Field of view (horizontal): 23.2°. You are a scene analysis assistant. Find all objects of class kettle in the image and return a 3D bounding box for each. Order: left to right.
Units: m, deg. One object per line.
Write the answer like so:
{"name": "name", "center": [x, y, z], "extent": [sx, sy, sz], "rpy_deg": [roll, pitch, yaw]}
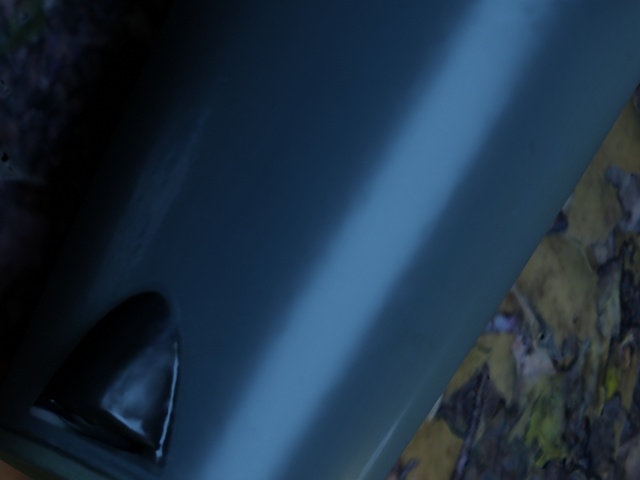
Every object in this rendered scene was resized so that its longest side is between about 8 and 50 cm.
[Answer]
{"name": "kettle", "center": [0.000, 0.000, 0.542], "extent": [0.243, 0.160, 0.210], "rpy_deg": [-62, 162, -14]}
